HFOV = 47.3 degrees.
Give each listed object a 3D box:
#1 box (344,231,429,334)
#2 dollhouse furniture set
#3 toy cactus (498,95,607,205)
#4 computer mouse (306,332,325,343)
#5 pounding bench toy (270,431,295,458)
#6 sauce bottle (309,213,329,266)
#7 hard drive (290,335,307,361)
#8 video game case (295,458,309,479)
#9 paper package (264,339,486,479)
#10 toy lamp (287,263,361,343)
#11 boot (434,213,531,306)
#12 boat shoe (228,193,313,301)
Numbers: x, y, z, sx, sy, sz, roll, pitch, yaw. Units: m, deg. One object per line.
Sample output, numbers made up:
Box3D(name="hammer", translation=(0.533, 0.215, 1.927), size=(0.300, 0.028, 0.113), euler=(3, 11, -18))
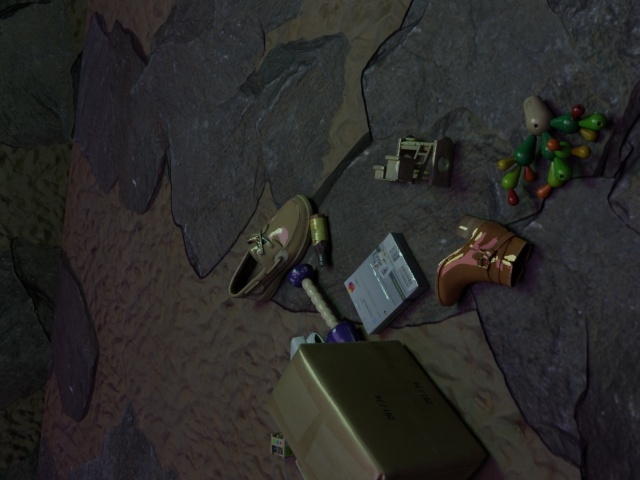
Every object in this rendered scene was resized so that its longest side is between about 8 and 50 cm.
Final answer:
Box3D(name="box", translation=(0.140, 0.096, 1.598), size=(0.186, 0.038, 0.145), euler=(-50, 51, 34))
Box3D(name="dollhouse furniture set", translation=(0.153, -0.174, 1.508), size=(0.182, 0.161, 0.101), euler=(13, 96, 49))
Box3D(name="toy cactus", translation=(0.389, -0.177, 1.284), size=(0.219, 0.112, 0.180), euler=(-50, 41, 46))
Box3D(name="computer mouse", translation=(0.000, 0.304, 1.745), size=(0.106, 0.042, 0.193), euler=(-59, 47, 30))
Box3D(name="pounding bench toy", translation=(-0.089, 0.495, 1.830), size=(0.065, 0.052, 0.083), euler=(-2, 85, 51))
Box3D(name="sauce bottle", translation=(0.000, 0.000, 1.772), size=(0.042, 0.042, 0.128), euler=(-25, 67, 47))
Box3D(name="hard drive", translation=(-0.010, 0.394, 1.652), size=(0.307, 0.040, 0.203), euler=(-118, 25, -49))
Box3D(name="video game case", translation=(0.042, 0.542, 1.689), size=(0.227, 0.026, 0.206), euler=(55, 127, 36))
Box3D(name="paper package", translation=(0.103, 0.362, 1.406), size=(0.325, 0.310, 0.168), euler=(50, 122, 39))
Box3D(name="toy lamp", translation=(0.012, 0.167, 1.716), size=(0.274, 0.080, 0.080), euler=(53, 125, 38))
Box3D(name="boot", translation=(0.303, 0.060, 1.379), size=(0.152, 0.073, 0.197), euler=(30, 112, 43))
Box3D(name="boat shoe", translation=(-0.128, 0.028, 1.870), size=(0.121, 0.110, 0.341), euler=(53, 126, 38))
